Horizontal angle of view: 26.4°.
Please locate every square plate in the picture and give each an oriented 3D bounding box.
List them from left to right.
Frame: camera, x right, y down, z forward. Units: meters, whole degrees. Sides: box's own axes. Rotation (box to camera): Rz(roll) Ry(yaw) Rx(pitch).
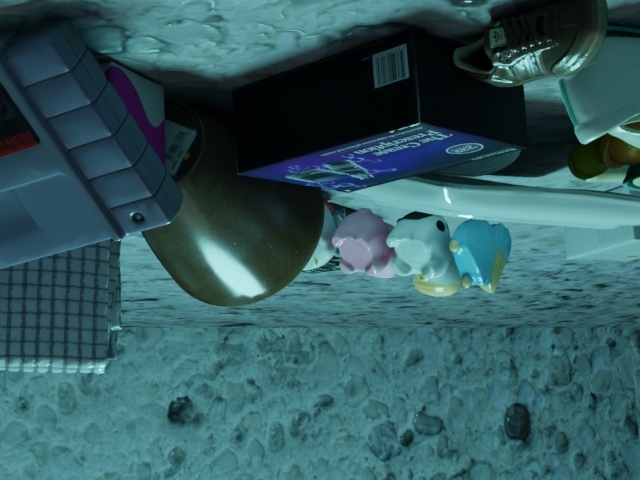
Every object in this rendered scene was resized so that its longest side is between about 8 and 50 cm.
[{"bbox_3d":[0.229,-0.055,1.797,0.347,0.049,0.344,4,-176,-24],"label":"square plate"}]

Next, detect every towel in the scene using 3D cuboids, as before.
[{"bbox_3d":[-0.364,0.024,1.662,0.235,0.284,0.121,1,170,-16],"label":"towel"}]

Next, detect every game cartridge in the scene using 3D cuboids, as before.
[{"bbox_3d":[-0.339,-0.073,1.344,0.355,0.068,0.230,-14,128,27],"label":"game cartridge"}]

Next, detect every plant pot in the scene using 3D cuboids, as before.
[{"bbox_3d":[-0.133,-0.062,1.561,0.215,0.215,0.230,-6,157,18],"label":"plant pot"}]

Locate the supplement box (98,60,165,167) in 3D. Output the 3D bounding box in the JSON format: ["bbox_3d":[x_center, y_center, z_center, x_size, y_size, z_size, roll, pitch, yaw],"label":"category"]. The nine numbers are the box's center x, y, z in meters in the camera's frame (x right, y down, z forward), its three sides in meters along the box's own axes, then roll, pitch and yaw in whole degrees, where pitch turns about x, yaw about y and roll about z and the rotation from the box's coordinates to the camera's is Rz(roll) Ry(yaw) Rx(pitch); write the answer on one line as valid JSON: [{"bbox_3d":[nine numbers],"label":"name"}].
[{"bbox_3d":[-0.283,-0.107,1.438,0.220,0.111,0.114,-7,168,21],"label":"supplement box"}]

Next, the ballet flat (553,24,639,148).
[{"bbox_3d":[0.425,-0.143,1.399,0.400,0.139,0.139,-1,170,-15],"label":"ballet flat"}]

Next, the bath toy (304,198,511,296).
[{"bbox_3d":[0.096,0.004,2.000,0.348,0.151,0.129,7,-141,29],"label":"bath toy"}]

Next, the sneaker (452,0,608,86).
[{"bbox_3d":[0.194,-0.183,1.282,0.071,0.066,0.188,2,168,-24],"label":"sneaker"}]

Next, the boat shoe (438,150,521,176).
[{"bbox_3d":[0.153,-0.118,1.672,0.184,0.066,0.063,5,172,10],"label":"boat shoe"}]

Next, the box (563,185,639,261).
[{"bbox_3d":[0.491,-0.026,2.187,0.130,0.091,0.170,2,169,-29],"label":"box"}]

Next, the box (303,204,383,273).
[{"bbox_3d":[0.000,0.000,2.220,0.147,0.077,0.180,-9,169,30],"label":"box"}]

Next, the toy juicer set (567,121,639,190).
[{"bbox_3d":[0.435,-0.087,1.829,0.209,0.089,0.329,-4,170,4],"label":"toy juicer set"}]

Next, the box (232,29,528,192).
[{"bbox_3d":[0.061,-0.129,1.457,0.261,0.103,0.184,-13,169,43],"label":"box"}]
